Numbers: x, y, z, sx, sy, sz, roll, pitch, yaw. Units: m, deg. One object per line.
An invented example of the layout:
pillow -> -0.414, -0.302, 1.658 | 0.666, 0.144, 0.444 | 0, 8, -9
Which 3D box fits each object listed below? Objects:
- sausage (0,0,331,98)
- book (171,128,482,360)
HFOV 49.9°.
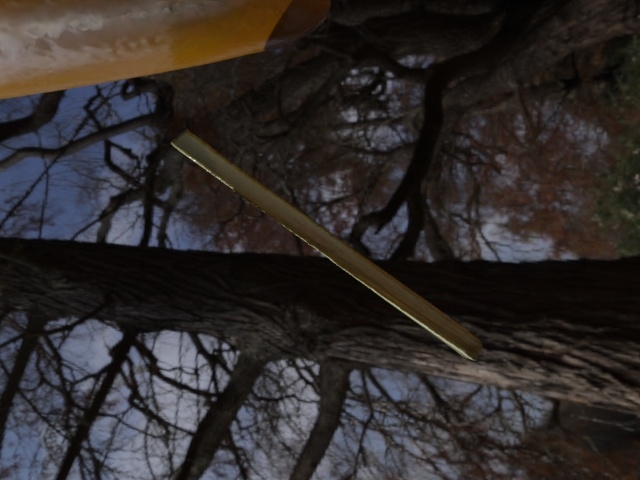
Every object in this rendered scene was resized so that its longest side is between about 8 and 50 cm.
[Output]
sausage -> -0.153, -0.134, 0.365 | 0.112, 0.329, 0.112 | -10, -90, -89
book -> 0.000, 0.000, 0.424 | 0.013, 0.192, 0.168 | -54, 6, -1
